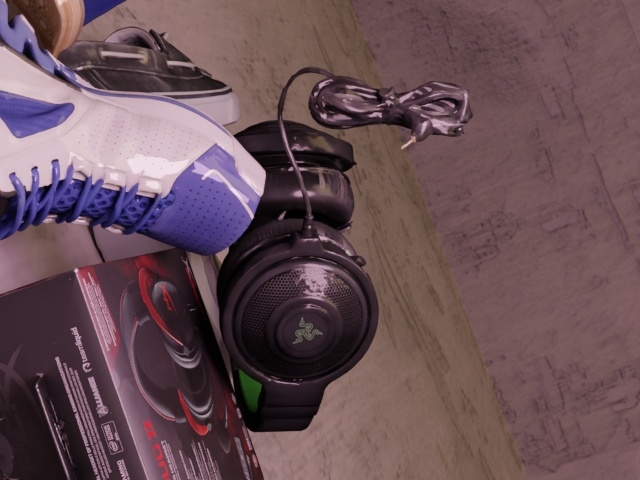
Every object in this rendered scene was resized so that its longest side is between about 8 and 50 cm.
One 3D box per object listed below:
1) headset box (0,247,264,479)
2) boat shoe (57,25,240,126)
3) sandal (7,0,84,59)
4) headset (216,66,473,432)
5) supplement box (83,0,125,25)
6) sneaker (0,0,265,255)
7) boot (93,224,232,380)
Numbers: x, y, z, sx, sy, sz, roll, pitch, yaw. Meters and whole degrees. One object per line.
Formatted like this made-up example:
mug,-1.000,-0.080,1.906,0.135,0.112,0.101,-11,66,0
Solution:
headset box,-0.159,0.129,1.340,0.293,0.110,0.218,-12,83,-77
boat shoe,-0.168,-0.153,1.699,0.335,0.121,0.119,-20,94,-75
sandal,-0.252,-0.133,1.389,0.088,0.079,0.240,50,-30,12
headset,0.000,0.000,1.460,0.394,0.185,0.243,105,-19,-53
supplement box,-0.236,-0.397,1.512,0.356,0.194,0.195,63,-10,-27
sneaker,-0.209,-0.048,1.287,0.315,0.127,0.182,30,44,-18
boot,-0.146,0.015,1.649,0.123,0.095,0.258,-92,167,-69
